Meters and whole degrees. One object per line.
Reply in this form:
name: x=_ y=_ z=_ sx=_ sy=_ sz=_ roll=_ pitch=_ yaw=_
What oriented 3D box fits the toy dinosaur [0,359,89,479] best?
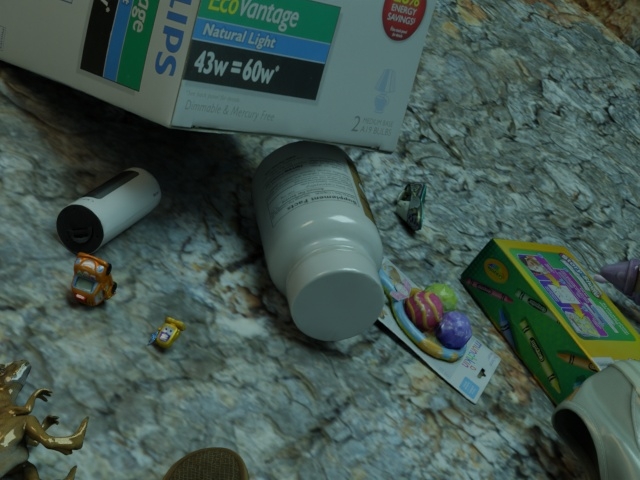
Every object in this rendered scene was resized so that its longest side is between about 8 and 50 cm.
toy dinosaur: x=-0.247 y=0.168 z=1.062 sx=0.112 sy=0.064 sz=0.211 roll=13 pitch=21 yaw=-5

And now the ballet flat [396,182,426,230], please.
ballet flat: x=0.123 y=-0.046 z=1.850 sx=0.041 sy=0.041 sz=0.114 roll=31 pitch=27 yaw=-9

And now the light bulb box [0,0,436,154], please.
light bulb box: x=-0.125 y=-0.259 z=1.545 sx=0.358 sy=0.225 sz=0.361 roll=3 pitch=16 yaw=-46

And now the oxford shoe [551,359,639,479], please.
oxford shoe: x=0.371 y=0.333 z=1.444 sx=0.130 sy=0.169 sz=0.449 roll=-17 pitch=55 yaw=-7

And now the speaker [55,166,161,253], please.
speaker: x=-0.218 y=-0.031 z=1.402 sx=0.055 sy=0.055 sz=0.136 roll=38 pitch=27 yaw=4

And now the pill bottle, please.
pill bottle: x=0.000 y=0.000 z=1.520 sx=0.131 sy=0.131 sz=0.229 roll=22 pitch=30 yaw=-26

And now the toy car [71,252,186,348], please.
toy car: x=-0.187 y=0.060 z=1.294 sx=0.122 sy=0.060 sz=0.040 roll=29 pitch=59 yaw=1

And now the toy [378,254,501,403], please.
toy: x=0.124 y=0.077 z=1.624 sx=0.237 sy=0.056 sz=0.137 roll=38 pitch=28 yaw=5

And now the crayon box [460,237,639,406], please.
crayon box: x=0.326 y=0.122 z=1.761 sx=0.165 sy=0.081 sz=0.278 roll=6 pitch=39 yaw=-45

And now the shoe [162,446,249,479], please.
shoe: x=-0.098 y=0.248 z=1.105 sx=0.077 sy=0.058 sz=0.219 roll=1 pitch=27 yaw=1

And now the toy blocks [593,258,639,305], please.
toy blocks: x=0.513 y=0.082 z=1.886 sx=0.260 sy=0.308 sz=0.288 roll=13 pitch=-8 yaw=10
